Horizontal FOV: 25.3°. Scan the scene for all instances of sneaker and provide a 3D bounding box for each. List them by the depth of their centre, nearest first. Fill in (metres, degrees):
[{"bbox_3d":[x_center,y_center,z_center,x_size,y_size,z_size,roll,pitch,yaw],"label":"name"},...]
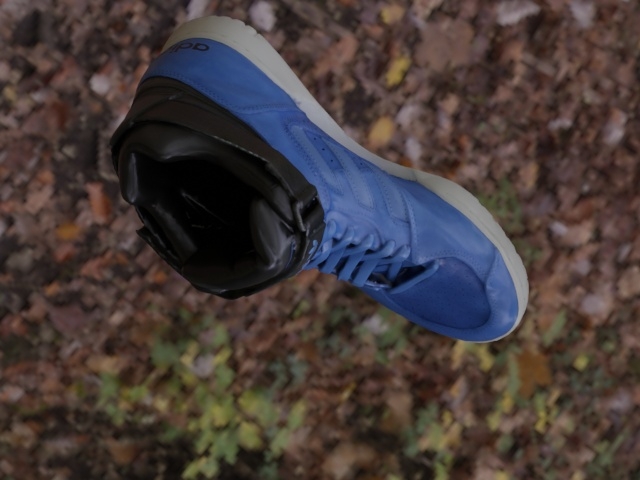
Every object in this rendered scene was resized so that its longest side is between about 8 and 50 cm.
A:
[{"bbox_3d":[-0.001,0.000,0.455,0.058,0.152,0.084,-38,-163,37],"label":"sneaker"}]
